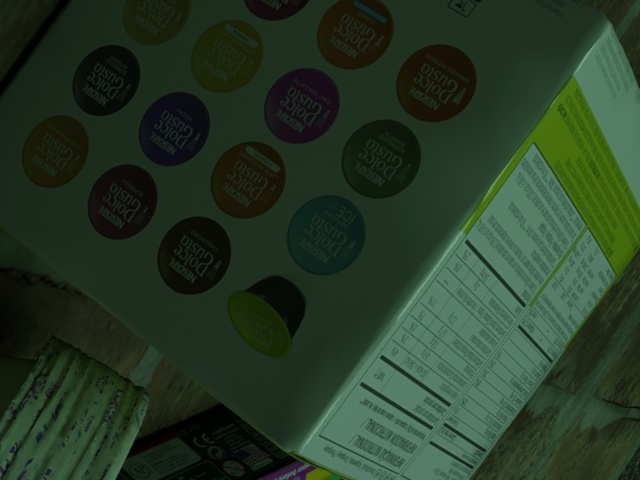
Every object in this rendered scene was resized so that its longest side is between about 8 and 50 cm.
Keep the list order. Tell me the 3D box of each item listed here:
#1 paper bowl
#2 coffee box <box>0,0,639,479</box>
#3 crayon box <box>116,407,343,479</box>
[{"bbox_3d":[-0.253,0.194,1.094,0.284,0.148,0.284,-56,-173,10],"label":"paper bowl"},{"bbox_3d":[0.012,-0.042,1.123,0.334,0.337,0.338,-54,155,-1],"label":"coffee box"},{"bbox_3d":[-0.108,0.321,1.610,0.363,0.106,0.313,-17,137,-51],"label":"crayon box"}]
